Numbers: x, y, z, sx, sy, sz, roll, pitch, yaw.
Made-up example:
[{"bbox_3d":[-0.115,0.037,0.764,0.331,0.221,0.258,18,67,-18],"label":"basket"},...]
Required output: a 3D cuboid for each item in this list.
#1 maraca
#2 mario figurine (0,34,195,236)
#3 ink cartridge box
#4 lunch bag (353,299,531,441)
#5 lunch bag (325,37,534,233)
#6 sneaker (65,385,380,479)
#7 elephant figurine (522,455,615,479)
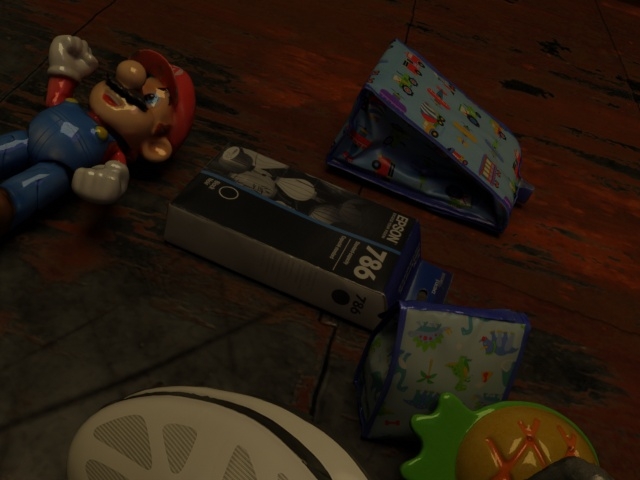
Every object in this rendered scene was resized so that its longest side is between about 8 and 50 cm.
[{"bbox_3d":[0.162,0.202,0.633,0.185,0.099,0.127,16,73,-7],"label":"maraca"},{"bbox_3d":[-0.273,-0.142,0.818,0.320,0.170,0.198,-38,108,-38],"label":"mario figurine"},{"bbox_3d":[0.000,0.000,0.851,0.332,0.065,0.165,23,38,6],"label":"ink cartridge box"},{"bbox_3d":[0.112,0.118,0.682,0.128,0.151,0.096,7,40,-12],"label":"lunch bag"},{"bbox_3d":[0.186,-0.144,1.057,0.293,0.138,0.221,29,36,-1],"label":"lunch bag"},{"bbox_3d":[-0.059,0.205,0.372,0.447,0.169,0.257,22,6,36],"label":"sneaker"},{"bbox_3d":[0.202,0.255,0.469,0.186,0.169,0.239,-36,14,-5],"label":"elephant figurine"}]
